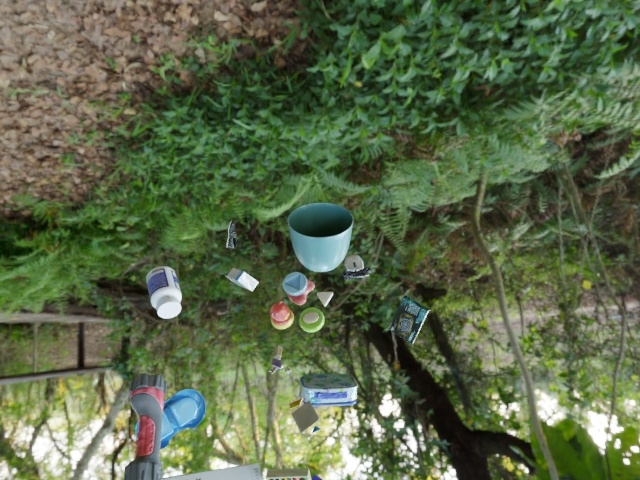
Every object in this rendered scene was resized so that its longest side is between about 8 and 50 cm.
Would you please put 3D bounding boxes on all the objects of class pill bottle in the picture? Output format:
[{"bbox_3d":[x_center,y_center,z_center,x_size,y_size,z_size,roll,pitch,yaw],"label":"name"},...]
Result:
[{"bbox_3d":[-0.581,0.195,1.724,0.112,0.187,0.112,-16,134,-17],"label":"pill bottle"}]

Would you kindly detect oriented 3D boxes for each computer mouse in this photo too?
[{"bbox_3d":[0.124,0.090,1.723,0.106,0.042,0.193,-10,-162,-2],"label":"computer mouse"}]

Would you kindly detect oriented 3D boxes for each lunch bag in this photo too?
[{"bbox_3d":[0.028,0.584,1.799,0.218,0.090,0.176,1,179,-11],"label":"lunch bag"}]

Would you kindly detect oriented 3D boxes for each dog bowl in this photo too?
[{"bbox_3d":[-0.635,0.751,1.953,0.297,0.166,0.074,-29,-176,-30],"label":"dog bowl"}]

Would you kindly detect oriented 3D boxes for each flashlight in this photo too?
[{"bbox_3d":[-0.474,0.512,1.236,0.103,0.304,0.103,-7,133,-6],"label":"flashlight"}]

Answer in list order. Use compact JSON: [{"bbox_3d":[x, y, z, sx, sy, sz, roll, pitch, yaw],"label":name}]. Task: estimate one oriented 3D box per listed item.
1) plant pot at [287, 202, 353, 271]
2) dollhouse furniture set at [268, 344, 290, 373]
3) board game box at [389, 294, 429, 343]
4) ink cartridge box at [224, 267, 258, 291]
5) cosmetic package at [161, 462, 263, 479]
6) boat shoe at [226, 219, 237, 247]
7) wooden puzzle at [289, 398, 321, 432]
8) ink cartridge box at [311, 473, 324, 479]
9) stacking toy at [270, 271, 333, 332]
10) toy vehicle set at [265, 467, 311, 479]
[{"bbox_3d":[0.000,0.000,2.118,0.292,0.293,0.235,-5,125,-8],"label":"plant pot"},{"bbox_3d":[-0.182,0.526,2.013,0.091,0.114,0.081,27,129,-19],"label":"dollhouse furniture set"},{"bbox_3d":[0.398,0.357,2.075,0.126,0.186,0.026,30,-156,25],"label":"board game box"},{"bbox_3d":[-0.407,0.195,2.363,0.104,0.060,0.180,41,164,-30],"label":"ink cartridge box"},{"bbox_3d":[-0.410,0.953,1.623,0.453,0.230,0.161,15,129,-43],"label":"cosmetic package"},{"bbox_3d":[-0.399,-0.028,2.103,0.042,0.133,0.049,12,-162,9],"label":"boat shoe"},{"bbox_3d":[-0.045,0.522,1.368,0.078,0.116,0.014,-34,141,6],"label":"wooden puzzle"},{"bbox_3d":[0.009,0.951,1.580,0.206,0.208,0.045,27,147,17],"label":"ink cartridge box"},{"bbox_3d":[-0.101,0.312,2.367,0.279,0.309,0.130,13,149,18],"label":"stacking toy"},{"bbox_3d":[-0.106,1.003,1.820,0.165,0.267,0.035,-7,-154,8],"label":"toy vehicle set"}]
